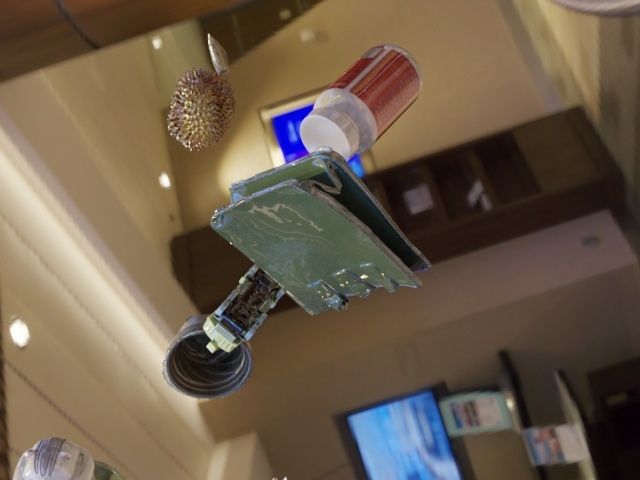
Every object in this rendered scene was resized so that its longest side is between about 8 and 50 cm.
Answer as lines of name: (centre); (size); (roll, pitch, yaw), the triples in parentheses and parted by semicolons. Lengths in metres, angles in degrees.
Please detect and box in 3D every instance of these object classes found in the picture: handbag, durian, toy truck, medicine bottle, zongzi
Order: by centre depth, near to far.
handbag: (0.000, -0.002, 1.515); (0.260, 0.247, 0.079); (43, -125, -24)
toy truck: (-0.130, 0.119, 1.713); (0.077, 0.100, 0.169); (39, -144, -2)
medicine bottle: (0.075, -0.244, 1.878); (0.250, 0.131, 0.131); (-48, -48, -36)
durian: (-0.225, -0.253, 2.002); (0.168, 0.136, 0.158); (98, -162, -48)
zongzi: (-0.251, -0.453, 2.544); (0.083, 0.040, 0.076); (65, -171, -54)

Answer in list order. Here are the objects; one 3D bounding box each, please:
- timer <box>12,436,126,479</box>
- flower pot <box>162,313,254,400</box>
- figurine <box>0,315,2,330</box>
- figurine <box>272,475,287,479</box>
timer: (-0.504, 0.513, 2.059); (0.291, 0.290, 0.315); (-104, 7, -47)
flower pot: (-0.289, 0.280, 2.676); (0.141, 0.235, 0.235); (-107, -3, -56)
figurine: (-0.732, 0.113, 1.909); (0.283, 0.205, 0.338); (30, 170, 9)
figurine: (-0.114, 0.642, 2.468); (0.208, 0.183, 0.128); (118, 177, -53)
